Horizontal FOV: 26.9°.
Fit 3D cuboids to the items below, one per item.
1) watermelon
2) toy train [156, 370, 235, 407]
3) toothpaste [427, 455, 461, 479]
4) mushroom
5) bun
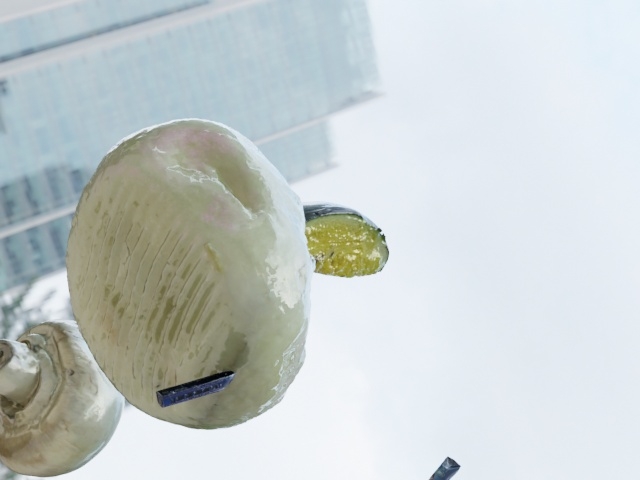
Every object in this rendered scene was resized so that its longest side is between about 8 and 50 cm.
[{"bbox_3d":[0.000,0.000,2.202,0.123,0.301,0.129,9,-85,48],"label":"watermelon"},{"bbox_3d":[-0.124,0.150,1.349,0.017,0.083,0.017,25,-54,59],"label":"toy train"},{"bbox_3d":[0.149,0.314,1.733,0.027,0.083,0.019,26,-33,37],"label":"toothpaste"},{"bbox_3d":[-0.437,0.234,2.070,0.260,0.234,0.254,-6,-119,46],"label":"mushroom"},{"bbox_3d":[-0.129,0.038,1.527,0.361,0.213,0.361,19,-62,42],"label":"bun"}]
